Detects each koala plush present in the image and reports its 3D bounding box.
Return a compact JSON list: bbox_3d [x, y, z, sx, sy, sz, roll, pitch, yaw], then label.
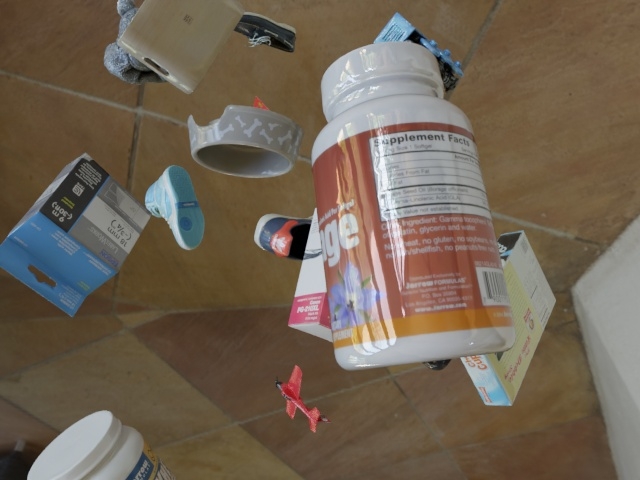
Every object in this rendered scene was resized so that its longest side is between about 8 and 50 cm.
[{"bbox_3d":[-0.572,-0.622,1.603,0.203,0.196,0.221,-21,161,-29],"label":"koala plush"}]

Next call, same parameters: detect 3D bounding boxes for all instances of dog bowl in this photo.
[{"bbox_3d":[-0.224,-0.280,1.533,0.348,0.102,0.349,3,170,1],"label":"dog bowl"}]

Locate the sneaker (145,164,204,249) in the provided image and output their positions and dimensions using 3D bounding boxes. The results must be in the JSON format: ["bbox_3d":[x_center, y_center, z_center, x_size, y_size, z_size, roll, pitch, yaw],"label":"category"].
[{"bbox_3d":[-0.547,-0.094,1.910,0.208,0.319,0.127,-25,163,38],"label":"sneaker"}]

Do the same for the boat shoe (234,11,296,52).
[{"bbox_3d":[-0.187,-0.663,1.657,0.254,0.079,0.095,-2,-178,-44],"label":"boat shoe"}]

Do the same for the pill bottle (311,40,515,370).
[{"bbox_3d":[0.057,-0.023,0.370,0.121,0.216,0.121,-7,165,-2],"label":"pill bottle"}]

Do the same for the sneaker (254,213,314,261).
[{"bbox_3d":[0.000,0.000,1.376,0.349,0.148,0.131,-6,115,-41],"label":"sneaker"}]

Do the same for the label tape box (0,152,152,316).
[{"bbox_3d":[-0.602,-0.017,1.293,0.105,0.334,0.241,-19,129,32],"label":"label tape box"}]

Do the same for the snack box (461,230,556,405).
[{"bbox_3d":[0.367,0.142,1.020,0.060,0.322,0.187,-15,111,45],"label":"snack box"}]

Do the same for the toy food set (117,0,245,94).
[{"bbox_3d":[-0.366,-0.583,1.386,0.219,0.092,0.306,33,82,-28],"label":"toy food set"}]

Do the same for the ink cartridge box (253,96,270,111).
[{"bbox_3d":[-0.192,-0.414,1.954,0.224,0.056,0.181,44,162,-2],"label":"ink cartridge box"}]

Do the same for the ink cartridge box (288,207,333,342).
[{"bbox_3d":[0.059,0.065,0.943,0.171,0.238,0.100,26,155,-30],"label":"ink cartridge box"}]

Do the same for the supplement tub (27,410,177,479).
[{"bbox_3d":[-0.280,0.350,0.704,0.144,0.144,0.200,-23,110,17],"label":"supplement tub"}]

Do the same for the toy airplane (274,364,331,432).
[{"bbox_3d":[-0.043,0.334,1.059,0.151,0.028,0.151,20,122,37],"label":"toy airplane"}]

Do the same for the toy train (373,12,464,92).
[{"bbox_3d":[0.178,-0.317,0.900,0.080,0.105,0.184,-47,150,25],"label":"toy train"}]

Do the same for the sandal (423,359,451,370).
[{"bbox_3d":[0.308,0.177,1.181,0.097,0.255,0.054,13,157,47],"label":"sandal"}]
